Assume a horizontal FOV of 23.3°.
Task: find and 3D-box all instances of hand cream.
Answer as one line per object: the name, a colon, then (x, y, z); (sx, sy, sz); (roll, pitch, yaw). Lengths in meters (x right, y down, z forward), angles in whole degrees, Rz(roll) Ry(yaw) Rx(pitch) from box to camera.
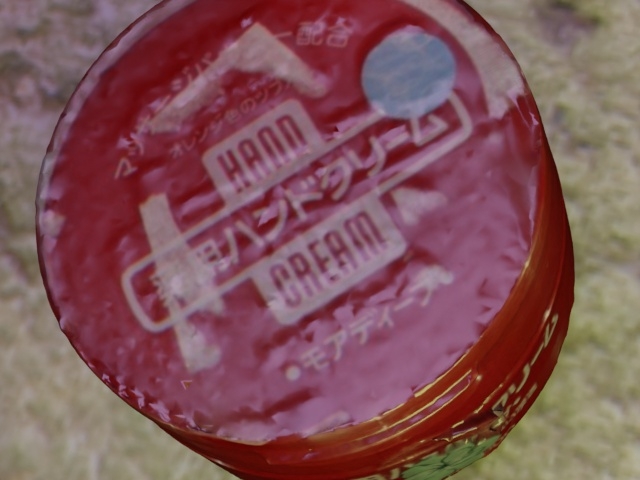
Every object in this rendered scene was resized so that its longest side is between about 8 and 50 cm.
hand cream: (0.000, 0.000, 0.695); (0.230, 0.149, 0.230); (-4, 71, 11)
